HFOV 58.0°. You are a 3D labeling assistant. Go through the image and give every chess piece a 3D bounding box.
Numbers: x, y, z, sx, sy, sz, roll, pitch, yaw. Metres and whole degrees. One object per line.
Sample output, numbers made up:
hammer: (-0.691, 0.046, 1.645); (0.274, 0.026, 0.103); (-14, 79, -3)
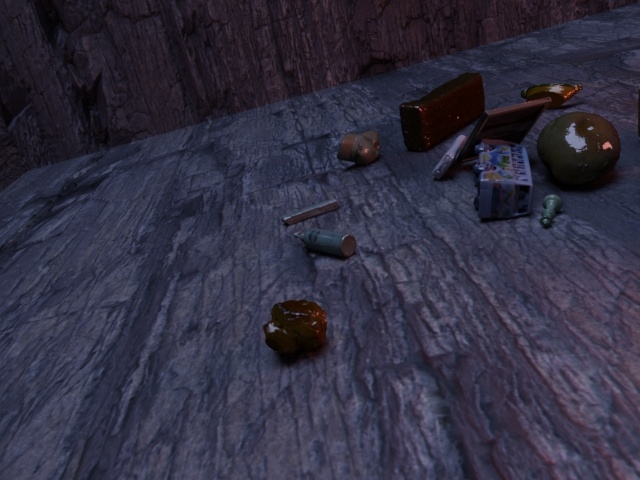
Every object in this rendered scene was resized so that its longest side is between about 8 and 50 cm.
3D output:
chess piece: (0.498, -0.061, 1.255); (0.042, 0.042, 0.093); (1, 33, 33)

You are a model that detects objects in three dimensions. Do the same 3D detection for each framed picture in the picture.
framed picture: (0.494, -0.299, 1.581); (0.189, 0.023, 0.260); (-14, -20, -9)

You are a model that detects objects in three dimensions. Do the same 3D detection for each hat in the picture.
hat: (0.133, -0.312, 1.929); (0.166, 0.122, 0.081); (2, 26, -39)

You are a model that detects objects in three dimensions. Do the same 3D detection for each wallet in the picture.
wallet: (0.375, -0.244, 1.684); (0.033, 0.095, 0.190); (34, 39, 5)

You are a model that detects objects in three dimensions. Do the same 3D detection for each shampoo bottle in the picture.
shampoo bottle: (0.000, 0.000, 1.401); (0.195, 0.056, 0.056); (9, 33, 46)

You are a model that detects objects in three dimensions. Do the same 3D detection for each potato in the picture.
potato: (0.627, -0.225, 1.406); (0.178, 0.160, 0.235); (-29, 25, 36)

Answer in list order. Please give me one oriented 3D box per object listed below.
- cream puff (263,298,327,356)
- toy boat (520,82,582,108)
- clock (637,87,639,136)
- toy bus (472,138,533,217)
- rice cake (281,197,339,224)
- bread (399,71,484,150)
cream puff: (-0.043, 0.159, 1.037); (0.116, 0.094, 0.122); (12, 12, 41)
toy boat: (0.791, -0.511, 2.012); (0.229, 0.089, 0.088); (8, 46, 49)
clock: (0.946, -0.315, 1.373); (0.317, 0.200, 0.244); (2, 31, 16)
toy bus: (0.448, -0.163, 1.433); (0.136, 0.109, 0.330); (1, 27, 15)
rice cake: (-0.029, -0.081, 1.631); (0.170, 0.029, 0.033); (-19, 27, -9)
bread: (0.435, -0.457, 2.022); (0.113, 0.165, 0.416); (16, 37, 42)
